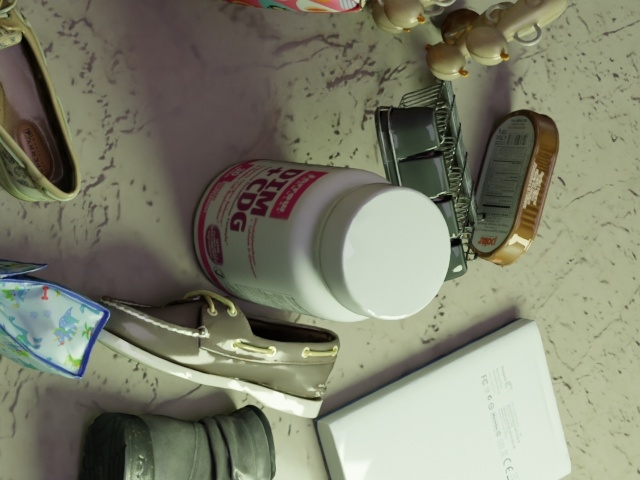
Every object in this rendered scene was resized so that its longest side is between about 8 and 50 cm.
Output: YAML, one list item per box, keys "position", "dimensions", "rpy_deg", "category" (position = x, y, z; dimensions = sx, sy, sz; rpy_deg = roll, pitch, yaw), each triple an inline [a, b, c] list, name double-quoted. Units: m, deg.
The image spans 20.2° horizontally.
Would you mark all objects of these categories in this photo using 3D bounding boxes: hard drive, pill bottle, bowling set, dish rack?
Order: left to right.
- position: [0.000, 0.000, 1.894]
  dimensions: [0.160, 0.283, 0.160]
  rpy_deg: [-4, 97, -33]
  category: "pill bottle"
- position: [0.130, -0.079, 2.030]
  dimensions: [0.074, 0.271, 0.208]
  rpy_deg: [-8, 106, 12]
  category: "dish rack"
- position: [0.137, -0.247, 2.029]
  dimensions: [0.154, 0.287, 0.200]
  rpy_deg: [-37, 147, -18]
  category: "bowling set"
- position: [0.154, 0.249, 2.168]
  dimensions: [0.319, 0.040, 0.210]
  rpy_deg: [-24, 107, -29]
  category: "hard drive"

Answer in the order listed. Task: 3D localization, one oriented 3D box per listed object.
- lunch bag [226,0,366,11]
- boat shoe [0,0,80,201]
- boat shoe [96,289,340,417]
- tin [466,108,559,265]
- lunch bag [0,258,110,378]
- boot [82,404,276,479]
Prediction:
- position: [-0.072, -0.305, 1.809]
  dimensions: [0.258, 0.293, 0.120]
  rpy_deg: [27, 82, -37]
  category: "lunch bag"
- position: [-0.313, -0.169, 1.786]
  dimensions: [0.104, 0.089, 0.285]
  rpy_deg: [-36, 113, -25]
  category: "boat shoe"
- position: [-0.111, 0.105, 1.926]
  dimensions: [0.324, 0.116, 0.097]
  rpy_deg: [21, 95, -39]
  category: "boat shoe"
- position: [0.227, -0.064, 2.145]
  dimensions: [0.040, 0.106, 0.189]
  rpy_deg: [17, 85, -26]
  category: "tin"
- position: [-0.308, 0.067, 1.792]
  dimensions: [0.151, 0.129, 0.096]
  rpy_deg: [28, 77, -32]
  category: "lunch bag"
- position: [-0.149, 0.347, 1.943]
  dimensions: [0.223, 0.118, 0.338]
  rpy_deg: [6, 96, -39]
  category: "boot"
